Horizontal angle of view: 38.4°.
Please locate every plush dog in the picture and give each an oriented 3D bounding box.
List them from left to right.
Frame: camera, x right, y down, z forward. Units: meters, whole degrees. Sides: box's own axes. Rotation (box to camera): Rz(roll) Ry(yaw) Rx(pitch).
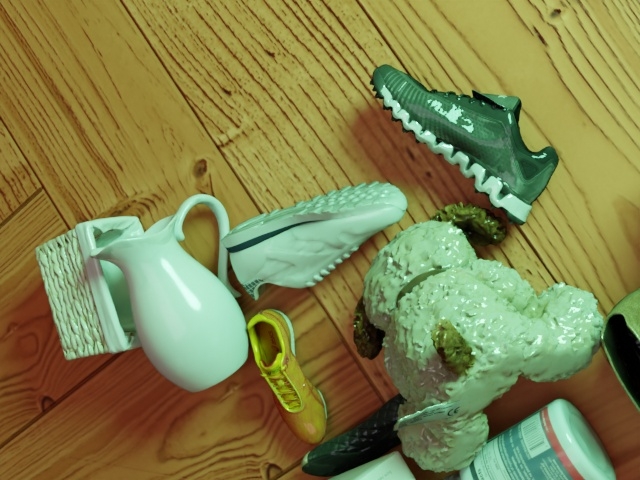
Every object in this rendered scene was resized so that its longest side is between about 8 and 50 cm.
[{"bbox_3d":[0.125,0.078,0.976,0.262,0.210,0.225,-44,44,11],"label":"plush dog"}]

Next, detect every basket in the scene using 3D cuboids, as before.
[{"bbox_3d":[-0.279,0.064,1.174,0.103,0.113,0.167,-19,87,25],"label":"basket"}]

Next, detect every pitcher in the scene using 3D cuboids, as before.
[{"bbox_3d":[-0.155,0.062,1.122,0.125,0.177,0.207,-10,111,61],"label":"pitcher"}]

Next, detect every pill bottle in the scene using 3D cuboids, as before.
[{"bbox_3d":[0.213,0.259,0.993,0.180,0.108,0.108,-37,81,21],"label":"pill bottle"}]

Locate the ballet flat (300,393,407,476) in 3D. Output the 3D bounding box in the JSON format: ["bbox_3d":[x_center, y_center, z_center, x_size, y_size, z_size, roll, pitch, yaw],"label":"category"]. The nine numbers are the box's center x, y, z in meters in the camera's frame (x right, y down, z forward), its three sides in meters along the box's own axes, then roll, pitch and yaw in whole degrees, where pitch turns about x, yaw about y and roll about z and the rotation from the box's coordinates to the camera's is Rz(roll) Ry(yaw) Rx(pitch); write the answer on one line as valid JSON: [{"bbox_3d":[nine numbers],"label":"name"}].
[{"bbox_3d":[0.050,0.236,1.098,0.173,0.057,0.049,-31,43,20],"label":"ballet flat"}]

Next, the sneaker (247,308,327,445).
[{"bbox_3d":[-0.046,0.169,1.113,0.064,0.067,0.175,-27,86,20],"label":"sneaker"}]

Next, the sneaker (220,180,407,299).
[{"bbox_3d":[0.000,0.000,1.079,0.235,0.090,0.095,-16,101,26],"label":"sneaker"}]

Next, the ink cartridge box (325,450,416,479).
[{"bbox_3d":[0.089,0.432,1.012,0.354,0.119,0.207,59,143,7],"label":"ink cartridge box"}]

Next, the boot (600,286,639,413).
[{"bbox_3d":[0.370,0.192,0.904,0.112,0.115,0.305,-36,77,47],"label":"boot"}]

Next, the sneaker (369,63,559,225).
[{"bbox_3d":[0.162,-0.129,0.999,0.234,0.078,0.106,43,105,10],"label":"sneaker"}]
